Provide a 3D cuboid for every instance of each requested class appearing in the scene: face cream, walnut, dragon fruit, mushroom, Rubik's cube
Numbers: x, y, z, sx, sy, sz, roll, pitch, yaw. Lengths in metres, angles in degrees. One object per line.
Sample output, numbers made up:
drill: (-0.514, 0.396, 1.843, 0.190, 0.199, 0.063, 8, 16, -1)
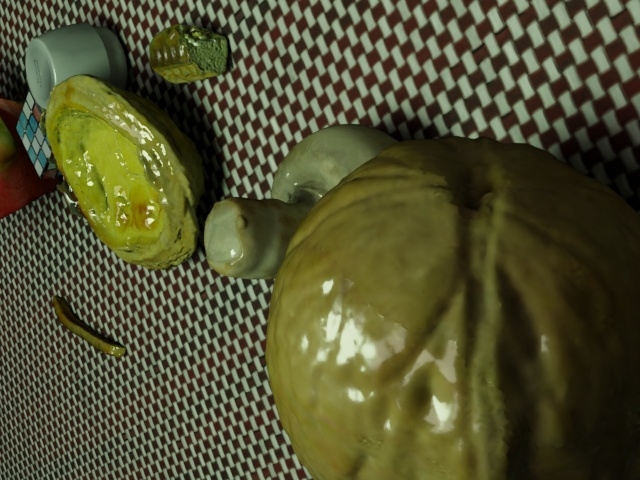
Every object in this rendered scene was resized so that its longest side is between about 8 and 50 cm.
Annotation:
face cream: (-0.313, -0.220, 1.431, 0.117, 0.104, 0.117, 25, 122, 47)
walnut: (0.114, 0.086, 0.819, 0.333, 0.333, 0.332, 24, 122, 47)
dragon fruit: (-0.552, -0.127, 1.624, 0.305, 0.305, 0.225, 1, 113, 53)
mushroom: (0.018, -0.002, 1.004, 0.206, 0.209, 0.206, 3, 97, 27)
Rubik's cube: (-0.348, -0.152, 1.515, 0.092, 0.092, 0.092, 60, 143, 19)

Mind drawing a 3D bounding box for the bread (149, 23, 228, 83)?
bread: (-0.154, -0.213, 1.262, 0.110, 0.060, 0.066, 4, 136, 54)

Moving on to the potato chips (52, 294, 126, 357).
potato chips: (-0.357, 0.137, 1.699, 0.204, 0.026, 0.037, 29, 111, 46)

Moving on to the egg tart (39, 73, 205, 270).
egg tart: (-0.233, -0.087, 1.365, 0.279, 0.095, 0.279, 30, 139, 31)
